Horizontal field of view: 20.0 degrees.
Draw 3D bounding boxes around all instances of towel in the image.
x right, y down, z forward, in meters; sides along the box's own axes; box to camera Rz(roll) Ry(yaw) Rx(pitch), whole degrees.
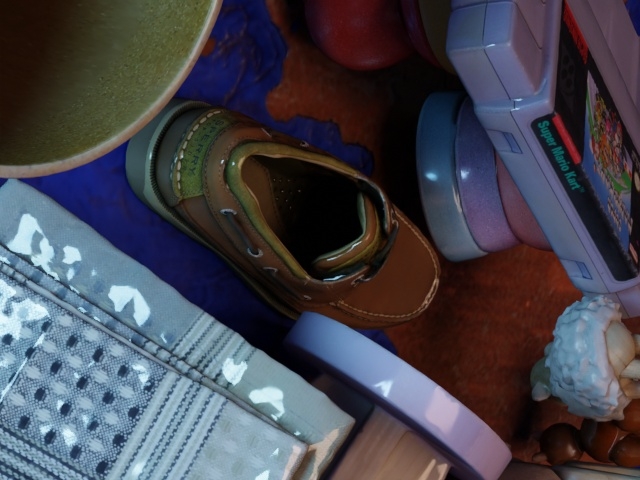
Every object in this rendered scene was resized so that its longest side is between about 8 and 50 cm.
[{"bbox_3d":[-0.188,0.133,0.983,0.324,0.312,0.056,-55,172,-22],"label":"towel"}]

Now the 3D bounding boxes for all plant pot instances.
[{"bbox_3d":[-0.210,-0.169,0.879,0.237,0.254,0.237,-15,112,-42],"label":"plant pot"}]

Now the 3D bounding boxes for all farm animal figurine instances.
[{"bbox_3d":[0.172,0.235,1.401,0.327,0.172,0.330,69,30,-68],"label":"farm animal figurine"}]

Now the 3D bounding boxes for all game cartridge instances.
[{"bbox_3d":[0.180,-0.118,1.298,0.355,0.068,0.230,52,35,-51],"label":"game cartridge"}]

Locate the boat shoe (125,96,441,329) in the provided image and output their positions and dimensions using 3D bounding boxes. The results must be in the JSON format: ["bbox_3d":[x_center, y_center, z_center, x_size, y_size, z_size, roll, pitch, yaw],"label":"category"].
[{"bbox_3d":[0.000,0.000,1.256,0.307,0.104,0.110,25,82,-47],"label":"boat shoe"}]

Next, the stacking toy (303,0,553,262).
[{"bbox_3d":[0.101,-0.153,1.358,0.279,0.130,0.309,-73,148,-43],"label":"stacking toy"}]

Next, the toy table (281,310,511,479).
[{"bbox_3d":[0.016,0.164,1.238,0.161,0.252,0.274,-54,167,-8],"label":"toy table"}]
